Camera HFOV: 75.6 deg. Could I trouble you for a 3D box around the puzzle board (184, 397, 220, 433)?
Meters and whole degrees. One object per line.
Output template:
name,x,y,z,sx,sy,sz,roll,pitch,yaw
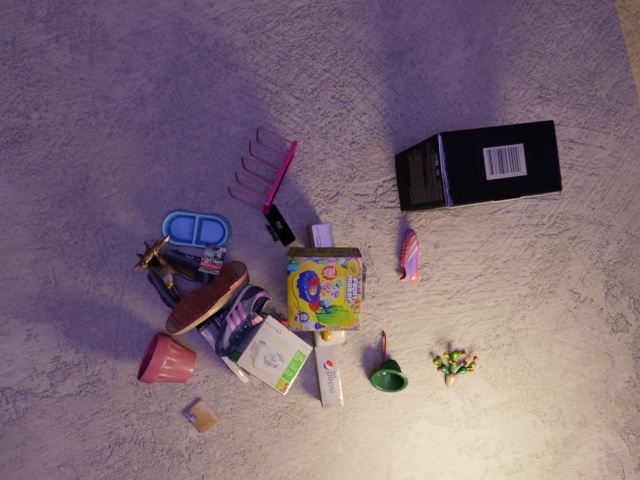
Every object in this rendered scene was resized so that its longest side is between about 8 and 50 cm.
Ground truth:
puzzle board,-0.516,0.765,1.802,0.096,0.011,0.128,-40,97,-5

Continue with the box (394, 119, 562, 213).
box,0.628,-0.288,1.736,0.480,0.472,0.297,-8,92,-9

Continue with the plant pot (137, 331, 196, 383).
plant pot,-0.621,0.497,1.696,0.180,0.201,0.201,25,87,-25

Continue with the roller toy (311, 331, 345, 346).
roller toy,0.020,0.361,1.789,0.146,0.191,0.209,-9,53,-8

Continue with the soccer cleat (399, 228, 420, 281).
soccer cleat,0.407,0.071,1.909,0.095,0.083,0.248,-5,95,-5

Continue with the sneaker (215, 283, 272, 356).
sneaker,-0.309,0.331,1.671,0.131,0.112,0.319,12,69,32

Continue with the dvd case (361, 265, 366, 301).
dvd case,0.099,0.194,1.888,0.221,0.018,0.164,4,91,-10

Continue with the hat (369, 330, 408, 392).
hat,0.328,0.577,1.934,0.173,0.183,0.208,18,130,-3

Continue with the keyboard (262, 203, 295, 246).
keyboard,-0.197,-0.060,1.831,0.100,0.038,0.192,-34,95,-31

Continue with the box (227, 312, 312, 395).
box,-0.207,0.470,1.730,0.262,0.127,0.231,43,68,-21

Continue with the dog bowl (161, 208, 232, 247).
dog bowl,-0.526,-0.044,1.748,0.297,0.074,0.165,8,90,-10

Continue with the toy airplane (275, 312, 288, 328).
toy airplane,-0.184,0.399,1.839,0.151,0.028,0.151,-1,92,-21

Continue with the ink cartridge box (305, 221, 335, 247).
ink cartridge box,0.000,0.000,1.772,0.086,0.203,0.148,-11,94,-9

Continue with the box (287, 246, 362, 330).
box,0.015,0.182,1.601,0.279,0.177,0.289,0,100,0

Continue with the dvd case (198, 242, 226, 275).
dvd case,-0.444,0.078,1.701,0.087,0.013,0.119,15,69,-10

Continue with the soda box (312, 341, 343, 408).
soda box,0.032,0.594,1.849,0.098,0.091,0.286,-8,93,-9

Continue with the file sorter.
file sorter,-0.242,-0.289,1.713,0.182,0.202,0.290,24,80,-5

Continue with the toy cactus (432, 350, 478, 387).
toy cactus,0.636,0.614,1.957,0.219,0.112,0.180,4,100,-18

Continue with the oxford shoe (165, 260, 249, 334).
oxford shoe,-0.443,0.260,1.698,0.397,0.146,0.140,-38,55,-20

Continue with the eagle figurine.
eagle figurine,-0.615,0.139,1.700,0.226,0.298,0.225,-15,50,25

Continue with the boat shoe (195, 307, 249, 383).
boat shoe,-0.371,0.443,1.767,0.158,0.127,0.340,-41,109,-23
